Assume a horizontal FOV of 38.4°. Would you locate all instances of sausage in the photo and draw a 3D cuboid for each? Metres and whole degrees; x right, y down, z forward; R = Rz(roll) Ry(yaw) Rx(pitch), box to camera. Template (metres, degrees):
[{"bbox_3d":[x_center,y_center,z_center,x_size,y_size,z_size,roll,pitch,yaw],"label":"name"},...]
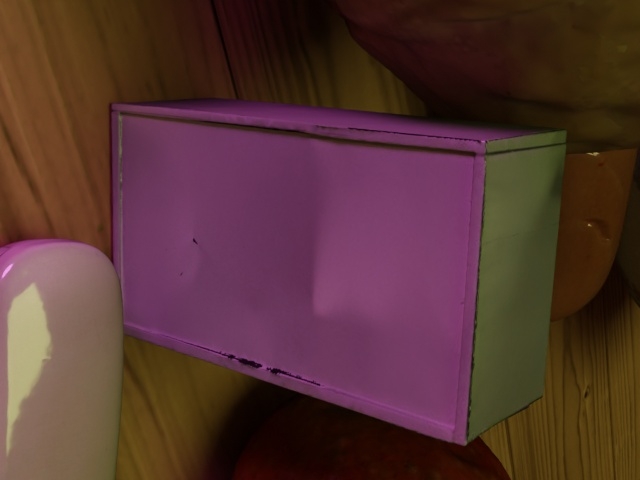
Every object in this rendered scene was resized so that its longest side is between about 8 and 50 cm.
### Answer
[{"bbox_3d":[0.191,-0.065,0.739,0.121,0.121,0.304,-49,149,-33],"label":"sausage"}]

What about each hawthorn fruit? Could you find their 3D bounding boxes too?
[{"bbox_3d":[0.040,0.183,0.588,0.210,0.211,0.262,0,93,-52],"label":"hawthorn fruit"}]

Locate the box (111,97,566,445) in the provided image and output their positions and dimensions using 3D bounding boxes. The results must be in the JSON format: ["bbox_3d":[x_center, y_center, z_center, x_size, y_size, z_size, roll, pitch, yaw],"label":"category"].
[{"bbox_3d":[0.000,0.000,0.466,0.086,0.225,0.129,-13,110,-50],"label":"box"}]

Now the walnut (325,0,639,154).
[{"bbox_3d":[0.139,-0.224,0.432,0.381,0.381,0.381,-17,112,-49],"label":"walnut"}]

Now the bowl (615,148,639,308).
[{"bbox_3d":[0.426,-0.058,1.023,0.435,0.196,0.434,-16,111,-49],"label":"bowl"}]

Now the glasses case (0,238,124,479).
[{"bbox_3d":[-0.140,0.100,0.455,0.081,0.051,0.204,0,99,-53],"label":"glasses case"}]
